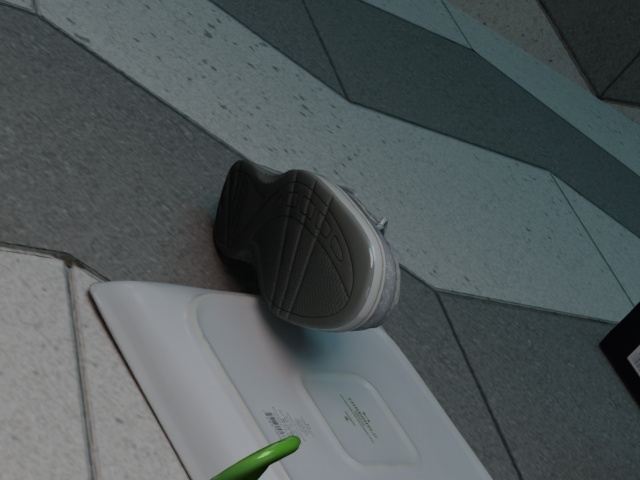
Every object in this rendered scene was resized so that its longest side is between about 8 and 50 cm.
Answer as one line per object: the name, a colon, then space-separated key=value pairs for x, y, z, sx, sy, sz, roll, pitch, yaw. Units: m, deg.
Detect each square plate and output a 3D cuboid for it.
square plate: x=0.020 y=0.161 z=1.034 sx=0.344 sy=0.049 sz=0.347 roll=11 pitch=37 yaw=-51

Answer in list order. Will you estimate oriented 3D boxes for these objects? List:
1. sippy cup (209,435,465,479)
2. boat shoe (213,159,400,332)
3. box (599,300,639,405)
sippy cup: x=0.057 y=0.254 z=0.684 sx=0.305 sy=0.224 sz=0.240 roll=34 pitch=28 yaw=-17
boat shoe: x=-0.001 y=0.002 z=1.089 sx=0.103 sy=0.118 sz=0.320 roll=12 pitch=5 yaw=-24
box: x=0.466 y=0.174 z=1.637 sx=0.158 sy=0.093 sz=0.156 roll=20 pitch=30 yaw=-37
